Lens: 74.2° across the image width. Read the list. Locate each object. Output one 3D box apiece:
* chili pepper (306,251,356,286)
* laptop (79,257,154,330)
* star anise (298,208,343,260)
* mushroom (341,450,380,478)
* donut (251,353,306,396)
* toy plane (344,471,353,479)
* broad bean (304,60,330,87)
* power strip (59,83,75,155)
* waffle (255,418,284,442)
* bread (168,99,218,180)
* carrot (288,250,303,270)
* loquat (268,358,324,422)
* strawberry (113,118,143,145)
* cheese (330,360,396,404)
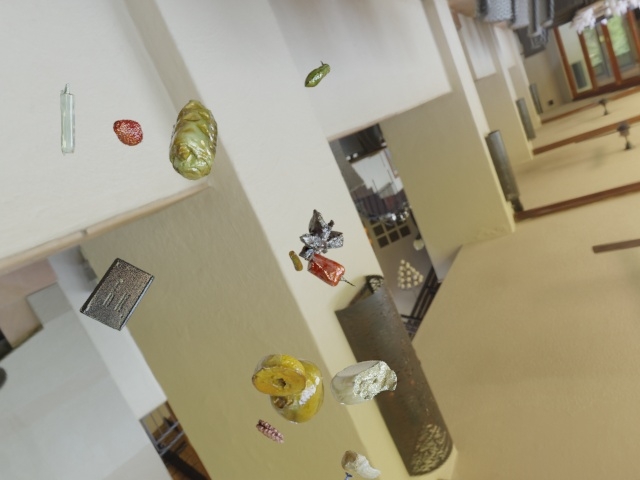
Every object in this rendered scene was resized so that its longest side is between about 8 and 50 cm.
[{"bbox_3d":[0.041,0.111,1.421,0.084,0.192,0.086,-62,176,7],"label":"chili pepper"},{"bbox_3d":[-0.624,0.164,1.308,0.016,0.135,0.197,-28,-146,61],"label":"laptop"},{"bbox_3d":[-0.002,-0.001,1.668,0.111,0.257,0.198,28,-101,30],"label":"star anise"},{"bbox_3d":[0.130,0.713,1.328,0.059,0.202,0.054,-15,-136,26],"label":"mushroom"},{"bbox_3d":[-0.120,0.395,1.252,0.162,0.178,0.065,7,-135,-5],"label":"donut"},{"bbox_3d":[0.042,0.830,1.400,0.167,0.062,0.054,-15,-170,-42],"label":"toy plane"},{"bbox_3d":[-0.005,-0.734,1.865,0.075,0.067,0.325,-6,-149,24],"label":"broad bean"},{"bbox_3d":[-0.679,-0.323,1.138,0.030,0.190,0.047,3,-170,-20],"label":"power strip"},{"bbox_3d":[-0.130,0.492,1.089,0.075,0.083,0.029,-8,-140,54],"label":"waffle"},{"bbox_3d":[-0.365,-0.283,1.218,0.130,0.152,0.267,-11,-138,-3],"label":"bread"},{"bbox_3d":[-0.110,0.090,1.865,0.042,0.042,0.170,-24,151,-2],"label":"carrot"},{"bbox_3d":[-0.083,0.516,1.476,0.213,0.213,0.213,-23,-169,5],"label":"loquat"},{"bbox_3d":[-0.510,-0.289,1.118,0.074,0.073,0.083,-24,171,-2],"label":"strawberry"},{"bbox_3d":[0.177,0.596,1.779,0.266,0.127,0.233,-13,174,-45],"label":"cheese"}]
